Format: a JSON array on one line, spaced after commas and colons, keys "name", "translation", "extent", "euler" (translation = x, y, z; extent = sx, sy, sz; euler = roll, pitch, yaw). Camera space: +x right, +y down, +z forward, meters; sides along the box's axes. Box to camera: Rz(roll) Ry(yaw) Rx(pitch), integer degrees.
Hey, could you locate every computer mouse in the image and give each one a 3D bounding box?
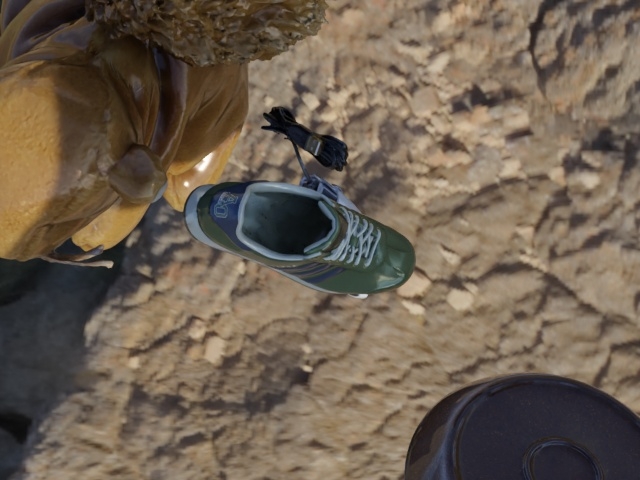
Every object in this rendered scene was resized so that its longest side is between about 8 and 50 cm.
[{"name": "computer mouse", "translation": [0.012, -0.032, 1.042], "extent": [0.042, 0.193, 0.106], "euler": [-36, 36, -21]}]

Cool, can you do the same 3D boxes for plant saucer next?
[{"name": "plant saucer", "translation": [0.132, 0.136, 0.637], "extent": [0.169, 0.029, 0.168], "euler": [6, 48, -7]}]

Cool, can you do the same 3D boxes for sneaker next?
[{"name": "sneaker", "translation": [0.000, 0.000, 0.847], "extent": [0.192, 0.086, 0.064], "euler": [16, 81, -24]}]

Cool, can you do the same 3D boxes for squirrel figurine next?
[{"name": "squirrel figurine", "translation": [-0.177, -0.163, 0.987], "extent": [0.281, 0.370, 0.397], "euler": [37, 109, -6]}]
